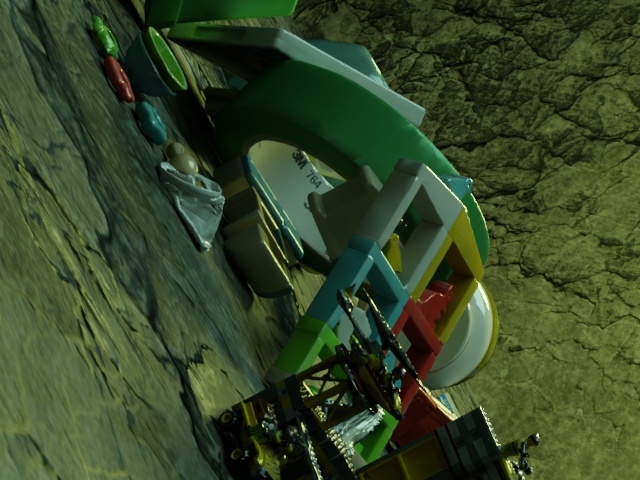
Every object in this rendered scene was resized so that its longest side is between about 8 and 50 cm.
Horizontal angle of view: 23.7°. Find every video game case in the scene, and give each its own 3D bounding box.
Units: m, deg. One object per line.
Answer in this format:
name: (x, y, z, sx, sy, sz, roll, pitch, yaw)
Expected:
video game case: (-0.034, -0.191, 1.734, 0.204, 0.025, 0.285, 26, -4, -30)

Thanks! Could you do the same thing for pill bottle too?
pill bottle: (0.150, 0.114, 2.121, 0.188, 0.188, 0.334, 63, 6, 8)

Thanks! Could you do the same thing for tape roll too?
tape roll: (0.031, -0.051, 1.637, 0.321, 0.077, 0.321, 36, -21, 16)

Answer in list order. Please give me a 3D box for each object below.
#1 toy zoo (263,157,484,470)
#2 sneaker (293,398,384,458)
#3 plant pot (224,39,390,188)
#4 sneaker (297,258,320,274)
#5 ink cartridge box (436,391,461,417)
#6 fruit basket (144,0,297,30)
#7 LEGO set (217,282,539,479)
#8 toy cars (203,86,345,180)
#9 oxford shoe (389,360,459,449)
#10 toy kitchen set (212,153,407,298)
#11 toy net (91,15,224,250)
toy zoo: (0.069, 0.058, 1.430, 0.030, 0.293, 0.192, 18, -24, 35)
sneaker: (0.011, 0.157, 1.323, 0.058, 0.052, 0.135, 49, 26, 0)
plant pot: (0.011, -0.182, 2.246, 0.290, 0.195, 0.290, 60, 6, -11)
sneaker: (0.000, 0.000, 1.893, 0.094, 0.081, 0.208, 62, 5, -23)
ink cartridge box: (0.183, 0.320, 2.008, 0.231, 0.078, 0.134, 63, 7, 7)
fruit basket: (-0.167, -0.438, 1.613, 0.392, 0.392, 0.283, 55, 26, -47)
LEGO set: (0.085, 0.208, 1.147, 0.331, 0.192, 0.255, 58, 7, -33)
toy cars: (-0.024, -0.117, 1.916, 0.394, 0.176, 0.087, 11, 95, -74)
oxford shoe: (0.127, 0.226, 1.868, 0.271, 0.097, 0.098, 54, 5, -36)
toy kitchen set: (-0.003, -0.020, 1.545, 0.122, 0.166, 0.207, 59, 7, -28)
toy net: (-0.136, -0.101, 1.371, 0.232, 0.045, 0.122, 65, 6, 23)
